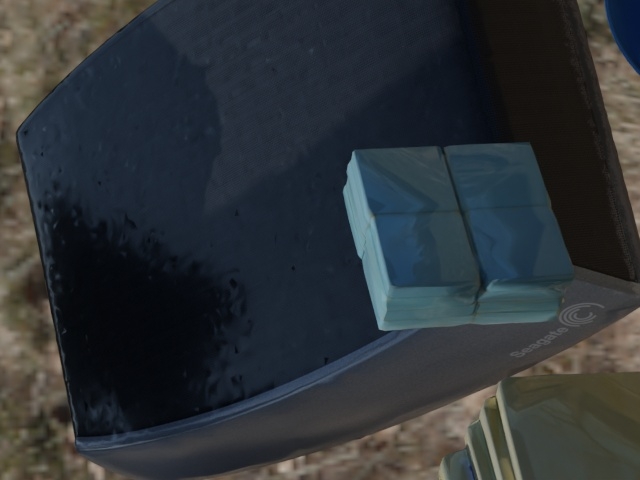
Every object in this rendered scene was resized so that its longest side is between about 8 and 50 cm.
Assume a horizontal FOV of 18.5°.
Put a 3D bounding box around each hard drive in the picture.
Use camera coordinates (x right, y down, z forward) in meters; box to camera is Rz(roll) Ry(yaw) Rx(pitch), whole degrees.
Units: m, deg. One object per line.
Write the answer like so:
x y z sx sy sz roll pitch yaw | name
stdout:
-0.014 -0.017 0.668 0.255 0.054 0.172 -25 73 45 | hard drive

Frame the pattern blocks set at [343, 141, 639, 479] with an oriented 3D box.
0.112 0.103 0.390 0.026 0.285 0.325 101 172 -48 | pattern blocks set

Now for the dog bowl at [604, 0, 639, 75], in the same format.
0.243 -0.167 0.933 0.166 0.074 0.297 12 69 25 | dog bowl
